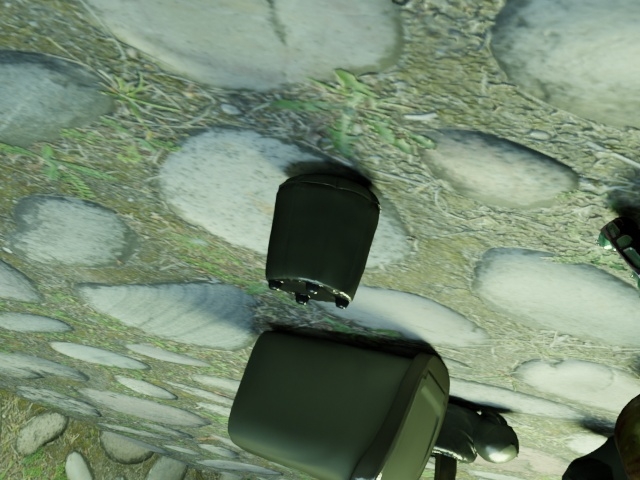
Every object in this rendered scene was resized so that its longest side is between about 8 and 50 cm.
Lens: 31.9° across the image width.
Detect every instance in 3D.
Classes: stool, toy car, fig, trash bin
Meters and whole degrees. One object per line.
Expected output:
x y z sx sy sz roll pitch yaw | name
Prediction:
0.000 0.000 0.995 0.096 0.110 0.096 12 166 3 | stool
0.285 0.024 0.950 0.055 0.069 0.142 -40 140 13 | toy car
0.463 0.214 1.336 0.149 0.149 0.245 23 132 -27 | fig
0.194 0.328 1.803 0.228 0.139 0.153 -1 159 44 | stool
0.024 0.242 1.575 0.250 0.219 0.220 14 162 21 | trash bin

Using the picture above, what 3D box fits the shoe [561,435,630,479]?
0.480 0.350 1.773 0.241 0.093 0.108 -1 -171 -33 | shoe
